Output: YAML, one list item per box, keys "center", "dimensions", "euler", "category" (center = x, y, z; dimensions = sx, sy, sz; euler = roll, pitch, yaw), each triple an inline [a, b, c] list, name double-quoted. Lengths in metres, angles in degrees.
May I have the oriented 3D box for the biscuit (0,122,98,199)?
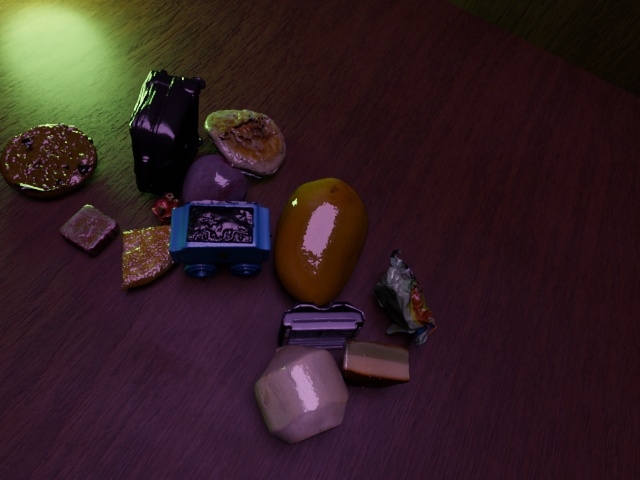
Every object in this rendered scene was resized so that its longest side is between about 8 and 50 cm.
- center: [-0.909, -0.267, 1.406]
  dimensions: [0.295, 0.075, 0.296]
  euler: [5, 66, -12]
  category: "biscuit"

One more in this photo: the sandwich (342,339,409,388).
- center: [0.121, 0.364, 1.219]
  dimensions: [0.219, 0.186, 0.108]
  euler: [17, 59, -24]
  category: "sandwich"

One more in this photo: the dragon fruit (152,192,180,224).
- center: [-0.511, -0.106, 1.382]
  dimensions: [0.086, 0.116, 0.081]
  euler: [-29, 66, -33]
  category: "dragon fruit"

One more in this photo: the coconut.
- center: [-0.051, 0.404, 1.136]
  dimensions: [0.244, 0.245, 0.248]
  euler: [-14, 65, -18]
  category: "coconut"

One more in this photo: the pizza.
- center: [-0.551, 0.032, 1.331]
  dimensions: [0.197, 0.058, 0.292]
  euler: [28, 58, 5]
  category: "pizza"

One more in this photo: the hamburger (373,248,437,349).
- center: [0.253, 0.190, 1.343]
  dimensions: [0.150, 0.261, 0.276]
  euler: [-20, 31, 4]
  category: "hamburger"

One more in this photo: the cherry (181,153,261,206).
- center: [-0.356, -0.184, 1.416]
  dimensions: [0.266, 0.184, 0.213]
  euler: [-43, 63, -14]
  category: "cherry"

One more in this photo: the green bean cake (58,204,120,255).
- center: [-0.732, -0.032, 1.327]
  dimensions: [0.135, 0.056, 0.135]
  euler: [31, 62, 6]
  category: "green bean cake"

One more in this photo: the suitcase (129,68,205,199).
- center: [-0.505, -0.335, 1.375]
  dimensions: [0.188, 0.345, 0.340]
  euler: [13, 59, -12]
  category: "suitcase"

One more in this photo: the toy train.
- center: [-0.294, -0.001, 1.284]
  dimensions: [0.299, 0.265, 0.188]
  euler: [0, 65, -10]
  category: "toy train"

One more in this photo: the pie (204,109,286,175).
- center: [-0.277, -0.384, 1.568]
  dimensions: [0.338, 0.077, 0.339]
  euler: [17, 46, -18]
  category: "pie"

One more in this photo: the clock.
- center: [-0.001, 0.259, 1.253]
  dimensions: [0.252, 0.186, 0.084]
  euler: [2, 56, -12]
  category: "clock"

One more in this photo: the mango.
- center: [0.000, 0.000, 1.373]
  dimensions: [0.299, 0.232, 0.446]
  euler: [16, 69, -8]
  category: "mango"
